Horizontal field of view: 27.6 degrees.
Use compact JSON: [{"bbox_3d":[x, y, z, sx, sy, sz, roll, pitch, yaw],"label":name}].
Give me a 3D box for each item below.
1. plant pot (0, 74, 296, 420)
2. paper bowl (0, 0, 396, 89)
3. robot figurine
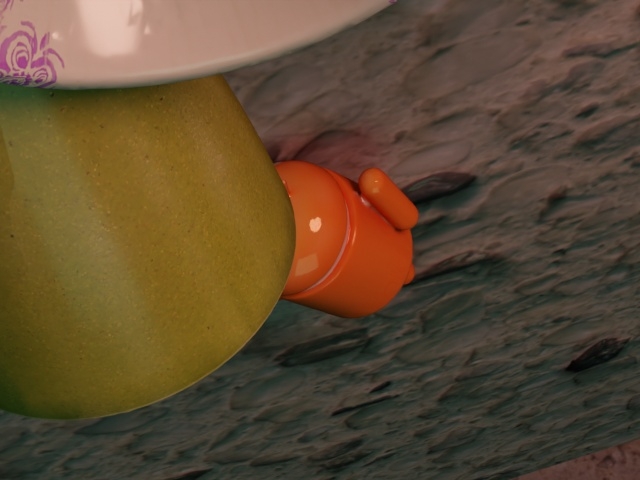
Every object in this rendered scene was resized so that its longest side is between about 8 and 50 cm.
[{"bbox_3d":[-0.178,-0.081,0.833,0.275,0.275,0.293,-18,137,-2],"label":"plant pot"},{"bbox_3d":[-0.074,-0.190,0.576,0.284,0.148,0.284,-11,164,-3],"label":"paper bowl"},{"bbox_3d":[0.001,-0.002,1.199,0.158,0.128,0.219,6,171,37],"label":"robot figurine"}]
